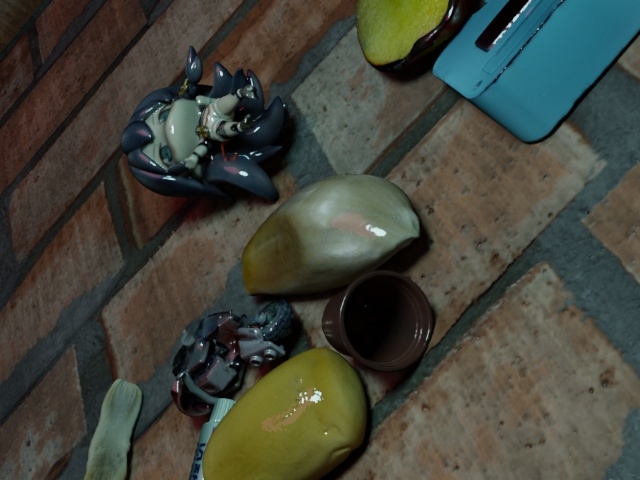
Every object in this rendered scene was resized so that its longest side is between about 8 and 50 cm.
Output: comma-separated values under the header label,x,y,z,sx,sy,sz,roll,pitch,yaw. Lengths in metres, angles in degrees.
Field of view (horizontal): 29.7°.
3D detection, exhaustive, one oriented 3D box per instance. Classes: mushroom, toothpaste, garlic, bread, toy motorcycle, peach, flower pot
label,x,y,z,sx,sy,sz,roll,pitch,yaw
mushroom,-0.278,0.273,1.606,0.054,0.059,0.202,103,173,-48
toothpaste,-0.142,0.323,1.382,0.075,0.048,0.296,-32,38,54
garlic,0.003,-0.009,1.460,0.318,0.112,0.143,-26,43,55
bread,-0.048,0.209,1.315,0.217,0.098,0.147,-43,30,16
toy motorcycle,-0.118,0.145,1.477,0.213,0.082,0.122,-28,40,39
peach,0.124,-0.313,1.600,0.189,0.068,0.279,-52,32,19
flower pot,0.051,0.090,1.298,0.089,0.111,0.111,-18,46,63

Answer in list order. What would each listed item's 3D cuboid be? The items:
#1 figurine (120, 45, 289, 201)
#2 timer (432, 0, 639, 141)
label,x,y,z,sx,sy,sz,roll,pitch,yaw
figurine,-0.156,-0.146,1.703,0.265,0.197,0.175,5,62,32
timer,0.249,-0.245,1.387,0.232,0.091,0.250,-50,20,10
